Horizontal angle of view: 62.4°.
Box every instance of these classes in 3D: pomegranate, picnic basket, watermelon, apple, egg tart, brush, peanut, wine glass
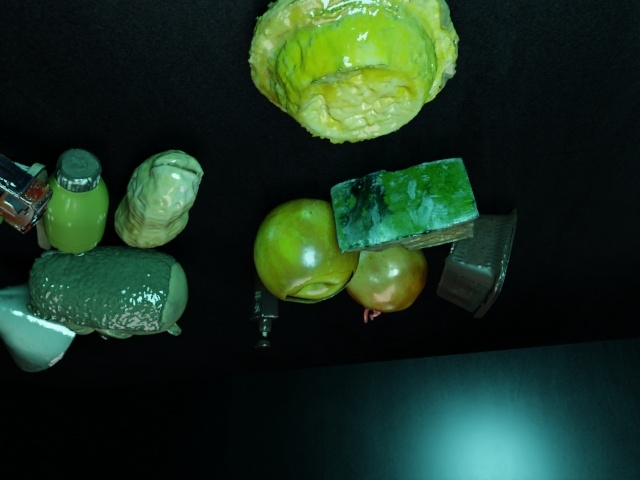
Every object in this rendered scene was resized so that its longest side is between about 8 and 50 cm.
[{"bbox_3d":[0.152,0.070,1.236,0.209,0.209,0.209,-2,157,-1],"label":"pomegranate"},{"bbox_3d":[0.361,0.047,1.249,0.129,0.222,0.297,16,160,12],"label":"picnic basket"},{"bbox_3d":[0.166,-0.063,1.041,0.264,0.151,0.302,-14,172,17],"label":"watermelon"},{"bbox_3d":[-0.028,0.030,1.110,0.237,0.207,0.237,0,153,0],"label":"apple"},{"bbox_3d":[0.047,-0.216,0.689,0.288,0.118,0.288,-6,158,-3],"label":"egg tart"},{"bbox_3d":[-0.565,-0.061,1.037,0.065,0.070,0.327,22,153,-11],"label":"brush"},{"bbox_3d":[-0.297,-0.068,0.965,0.130,0.130,0.290,9,155,-26],"label":"peanut"},{"bbox_3d":[-0.808,0.134,1.239,0.267,0.267,0.406,-14,149,24],"label":"wine glass"}]

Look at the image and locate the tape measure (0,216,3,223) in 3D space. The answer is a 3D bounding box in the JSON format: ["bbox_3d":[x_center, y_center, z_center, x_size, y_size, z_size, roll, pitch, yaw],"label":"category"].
[{"bbox_3d":[-0.661,-0.071,0.965,0.177,0.087,0.154,-19,153,37],"label":"tape measure"}]

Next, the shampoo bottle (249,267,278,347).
[{"bbox_3d":[-0.143,0.157,1.362,0.067,0.236,0.068,9,156,-21],"label":"shampoo bottle"}]

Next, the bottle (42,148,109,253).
[{"bbox_3d":[-0.443,-0.071,0.958,0.112,0.112,0.260,8,152,-23],"label":"bottle"}]

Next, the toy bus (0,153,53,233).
[{"bbox_3d":[-0.538,-0.110,0.822,0.235,0.073,0.096,39,135,-26],"label":"toy bus"}]

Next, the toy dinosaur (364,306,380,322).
[{"bbox_3d":[0.217,0.208,1.773,0.139,0.070,0.286,-23,160,-9],"label":"toy dinosaur"}]

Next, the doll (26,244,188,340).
[{"bbox_3d":[-0.494,0.126,1.245,0.350,0.247,0.247,10,154,-16],"label":"doll"}]
